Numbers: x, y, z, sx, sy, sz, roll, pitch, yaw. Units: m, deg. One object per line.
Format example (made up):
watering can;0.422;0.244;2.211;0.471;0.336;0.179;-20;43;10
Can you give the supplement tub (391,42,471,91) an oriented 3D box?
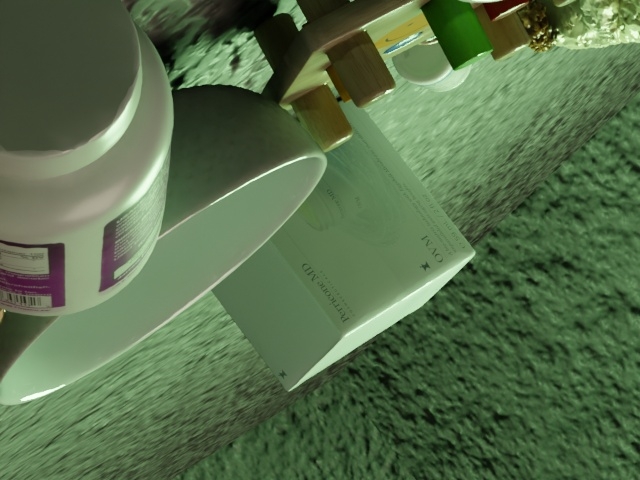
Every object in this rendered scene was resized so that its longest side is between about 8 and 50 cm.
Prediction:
supplement tub;0.118;-0.195;2.031;0.071;0.071;0.107;-40;172;11

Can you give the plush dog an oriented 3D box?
plush dog;0.344;-0.285;2.180;0.262;0.210;0.225;-32;-168;-35

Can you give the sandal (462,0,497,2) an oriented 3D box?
sandal;0.163;-0.354;1.332;0.169;0.102;0.416;-4;133;-41

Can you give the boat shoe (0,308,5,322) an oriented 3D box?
boat shoe;-0.376;0.082;1.458;0.123;0.123;0.342;16;144;-41

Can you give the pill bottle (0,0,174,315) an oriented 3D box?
pill bottle;-0.180;-0.064;1.231;0.169;0.169;0.301;-35;171;-15

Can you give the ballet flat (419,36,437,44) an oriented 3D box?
ballet flat;0.153;-0.266;1.886;0.206;0.073;0.067;-34;-162;-8

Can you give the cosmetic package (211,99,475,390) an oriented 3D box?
cosmetic package;0.000;0.000;2.054;0.225;0.224;0.138;-31;169;-38

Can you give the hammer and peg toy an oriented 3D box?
hammer and peg toy;0.124;-0.210;1.596;0.361;0.127;0.266;-28;177;-13

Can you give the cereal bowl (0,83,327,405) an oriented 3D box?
cereal bowl;-0.167;-0.018;1.592;0.339;0.141;0.339;-36;170;-7
